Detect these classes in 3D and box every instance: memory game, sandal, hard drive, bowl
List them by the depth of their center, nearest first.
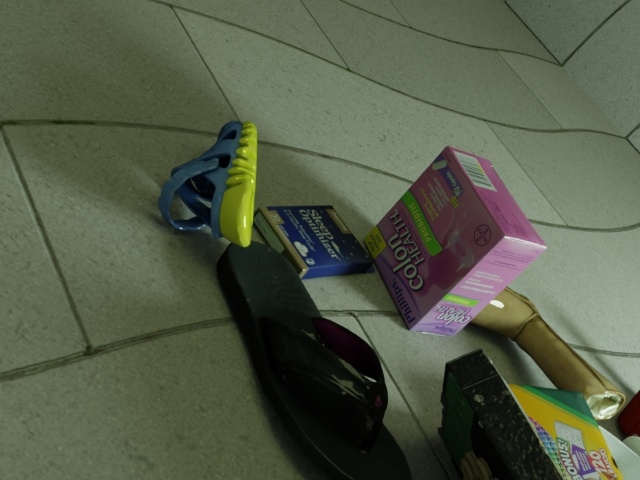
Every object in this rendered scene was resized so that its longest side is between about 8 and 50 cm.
[{"bbox_3d":[0.260,0.335,1.197,0.064,0.237,0.339,-21,55,-12],"label":"hard drive"},{"bbox_3d":[0.229,0.362,1.199,0.012,0.186,0.186,-21,56,-11],"label":"memory game"},{"bbox_3d":[-0.009,0.150,1.244,0.168,0.107,0.445,4,43,-46],"label":"sandal"},{"bbox_3d":[-0.165,-0.101,1.412,0.138,0.126,0.317,2,25,-1],"label":"sandal"},{"bbox_3d":[0.474,0.384,1.536,0.142,0.053,0.142,37,30,-6],"label":"bowl"}]

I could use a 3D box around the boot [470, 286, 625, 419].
[{"bbox_3d":[0.386,0.190,1.617,0.236,0.089,0.269,11,31,-42],"label":"boot"}]

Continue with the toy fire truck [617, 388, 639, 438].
[{"bbox_3d":[0.656,0.309,1.768,0.217,0.158,0.246,11,29,-40],"label":"toy fire truck"}]

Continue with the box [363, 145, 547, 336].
[{"bbox_3d":[0.221,0.004,1.570,0.117,0.243,0.213,12,41,-39],"label":"box"}]

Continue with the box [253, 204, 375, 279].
[{"bbox_3d":[0.000,0.000,1.539,0.225,0.036,0.136,-3,50,-52],"label":"box"}]

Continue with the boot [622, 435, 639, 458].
[{"bbox_3d":[0.598,0.430,1.614,0.086,0.069,0.190,8,50,-54],"label":"boot"}]

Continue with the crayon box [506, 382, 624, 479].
[{"bbox_3d":[0.362,0.353,1.393,0.165,0.081,0.278,10,40,-23],"label":"crayon box"}]
